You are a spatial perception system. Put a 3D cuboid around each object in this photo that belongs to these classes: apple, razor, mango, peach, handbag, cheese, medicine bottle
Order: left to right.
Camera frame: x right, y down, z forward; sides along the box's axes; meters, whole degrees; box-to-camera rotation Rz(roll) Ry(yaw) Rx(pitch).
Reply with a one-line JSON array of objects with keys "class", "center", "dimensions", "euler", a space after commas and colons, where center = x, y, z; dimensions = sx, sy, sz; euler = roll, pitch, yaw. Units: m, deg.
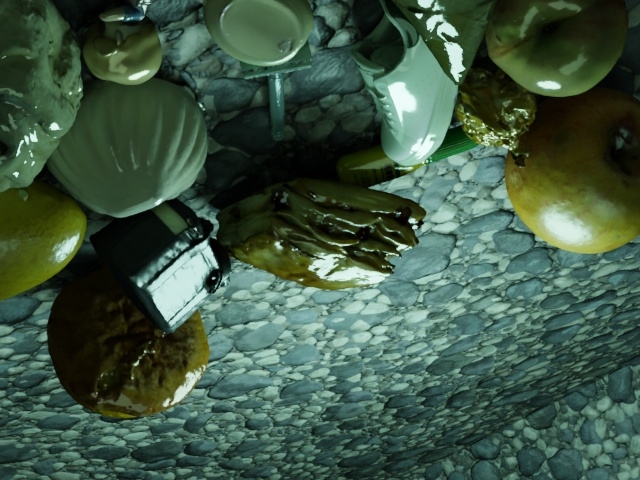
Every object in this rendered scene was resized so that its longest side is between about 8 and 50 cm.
[{"class": "mango", "center": [-0.585, -0.017, 1.375], "dimensions": [0.445, 0.220, 0.301], "euler": [-7, 140, -15]}, {"class": "handbag", "center": [-0.277, 0.027, 1.601], "dimensions": [0.181, 0.181, 0.254], "euler": [-41, 147, -16]}, {"class": "cheese", "center": [-0.121, -0.326, 1.241], "dimensions": [0.228, 0.064, 0.137], "euler": [24, 124, -28]}, {"class": "razor", "center": [-0.073, -0.232, 1.431], "dimensions": [0.106, 0.068, 0.232], "euler": [-10, 155, -7]}, {"class": "medicine bottle", "center": [0.157, -0.155, 1.638], "dimensions": [0.261, 0.064, 0.095], "euler": [-18, 153, 2]}, {"class": "peach", "center": [0.347, -0.321, 1.337], "dimensions": [0.233, 0.232, 0.232], "euler": [-11, 148, -7]}, {"class": "apple", "center": [0.473, -0.123, 1.633], "dimensions": [0.299, 0.298, 0.275], "euler": [-1, 173, -23]}]

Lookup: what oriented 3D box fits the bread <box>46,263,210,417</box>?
[{"class": "bread", "center": [-0.373, 0.201, 1.733], "dimensions": [0.312, 0.312, 0.172], "euler": [2, 155, -26]}]

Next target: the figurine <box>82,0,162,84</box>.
[{"class": "figurine", "center": [-0.258, -0.295, 1.196], "dimensions": [0.108, 0.114, 0.196], "euler": [-3, 139, -19]}]

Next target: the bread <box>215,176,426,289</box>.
[{"class": "bread", "center": [0.000, 0.000, 1.650], "dimensions": [0.325, 0.166, 0.277], "euler": [7, 164, -33]}]

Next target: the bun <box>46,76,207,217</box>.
[{"class": "bun", "center": [-0.294, -0.114, 1.400], "dimensions": [0.263, 0.175, 0.263], "euler": [-10, 149, -6]}]

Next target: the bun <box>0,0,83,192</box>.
[{"class": "bun", "center": [-0.465, -0.187, 1.144], "dimensions": [0.360, 0.210, 0.359], "euler": [-13, 140, -11]}]

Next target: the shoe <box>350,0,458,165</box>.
[{"class": "shoe", "center": [0.120, -0.248, 1.417], "dimensions": [0.160, 0.131, 0.363], "euler": [-6, 143, -17]}]

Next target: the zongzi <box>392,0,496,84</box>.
[{"class": "zongzi", "center": [0.080, -0.359, 1.147], "dimensions": [0.356, 0.174, 0.392], "euler": [-2, 136, -16]}]

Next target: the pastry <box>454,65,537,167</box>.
[{"class": "pastry", "center": [0.296, -0.208, 1.500], "dimensions": [0.102, 0.154, 0.250], "euler": [-57, 164, 2]}]
